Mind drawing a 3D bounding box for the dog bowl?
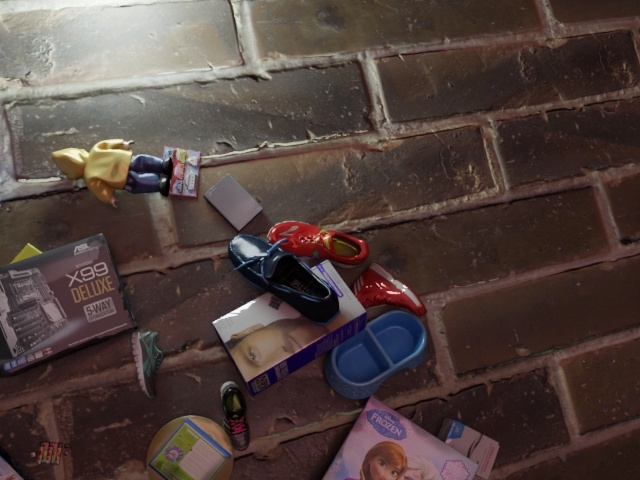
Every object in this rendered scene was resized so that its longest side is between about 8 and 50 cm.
[{"bbox_3d":[0.150,0.286,1.461,0.297,0.074,0.166,-27,65,-17],"label":"dog bowl"}]

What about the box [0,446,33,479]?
[{"bbox_3d":[-0.745,0.562,1.248,0.233,0.044,0.159,46,73,-1],"label":"box"}]

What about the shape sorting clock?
[{"bbox_3d":[-0.313,0.528,1.354,0.206,0.040,0.206,1,81,-9],"label":"shape sorting clock"}]

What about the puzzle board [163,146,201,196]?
[{"bbox_3d":[-0.372,-0.182,1.493,0.096,0.011,0.128,5,79,-12],"label":"puzzle board"}]

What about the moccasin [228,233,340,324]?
[{"bbox_3d":[-0.086,0.066,1.371,0.341,0.117,0.138,28,60,22],"label":"moccasin"}]

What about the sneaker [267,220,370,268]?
[{"bbox_3d":[0.000,0.000,1.486,0.278,0.118,0.108,10,77,-11],"label":"sneaker"}]

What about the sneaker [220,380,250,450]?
[{"bbox_3d":[-0.209,0.433,1.378,0.063,0.075,0.171,-10,82,-14],"label":"sneaker"}]

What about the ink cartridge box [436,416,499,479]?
[{"bbox_3d":[0.401,0.561,1.500,0.180,0.060,0.104,28,75,-6],"label":"ink cartridge box"}]

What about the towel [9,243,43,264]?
[{"bbox_3d":[-0.647,0.115,1.371,0.237,0.021,0.102,36,70,-4],"label":"towel"}]

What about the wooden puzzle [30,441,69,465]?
[{"bbox_3d":[-0.630,0.496,1.306,0.083,0.006,0.049,9,78,-11],"label":"wooden puzzle"}]

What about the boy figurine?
[{"bbox_3d":[-0.523,-0.169,1.410,0.285,0.092,0.177,5,80,-8],"label":"boy figurine"}]

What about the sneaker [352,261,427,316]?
[{"bbox_3d":[0.170,0.160,1.479,0.128,0.221,0.087,-43,133,-7],"label":"sneaker"}]

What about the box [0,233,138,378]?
[{"bbox_3d":[-0.617,0.150,1.316,0.307,0.076,0.243,-20,83,-15],"label":"box"}]

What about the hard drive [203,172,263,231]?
[{"bbox_3d":[-0.233,-0.101,1.503,0.135,0.022,0.094,45,74,-1],"label":"hard drive"}]

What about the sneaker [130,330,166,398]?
[{"bbox_3d":[-0.412,0.297,1.367,0.076,0.065,0.167,-10,83,-18],"label":"sneaker"}]

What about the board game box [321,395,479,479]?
[{"bbox_3d":[0.178,0.610,1.397,0.318,0.066,0.318,30,74,10],"label":"board game box"}]

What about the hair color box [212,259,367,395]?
[{"bbox_3d":[-0.073,0.212,1.403,0.338,0.110,0.185,-29,60,-15],"label":"hair color box"}]
